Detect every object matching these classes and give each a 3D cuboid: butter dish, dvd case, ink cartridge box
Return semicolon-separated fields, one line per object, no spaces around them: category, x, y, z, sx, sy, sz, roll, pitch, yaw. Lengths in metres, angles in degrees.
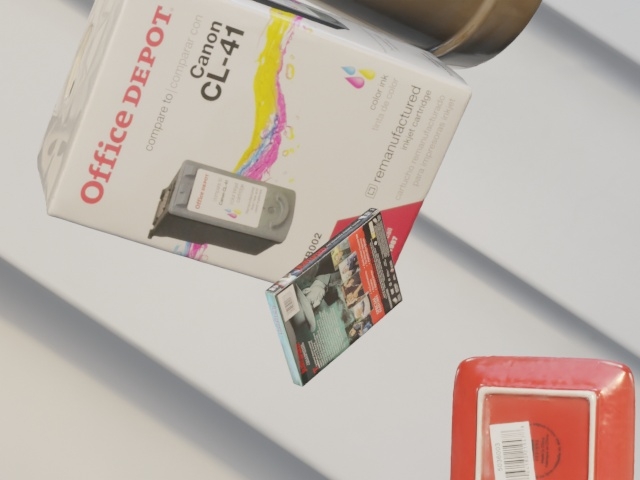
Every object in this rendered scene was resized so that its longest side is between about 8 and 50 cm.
butter dish;0.203;0.182;1.186;0.118;0.160;0.160;13;-103;-65
dvd case;0.012;0.041;1.013;0.119;0.013;0.087;-40;-52;-34
ink cartridge box;-0.059;-0.094;1.157;0.226;0.306;0.131;-67;23;17

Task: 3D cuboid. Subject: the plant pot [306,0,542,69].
plant pot;0.070;-0.370;1.535;0.280;0.323;0.323;4;-46;-33
